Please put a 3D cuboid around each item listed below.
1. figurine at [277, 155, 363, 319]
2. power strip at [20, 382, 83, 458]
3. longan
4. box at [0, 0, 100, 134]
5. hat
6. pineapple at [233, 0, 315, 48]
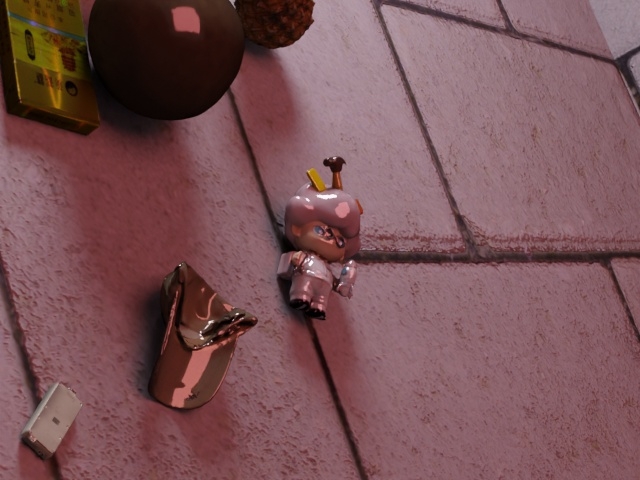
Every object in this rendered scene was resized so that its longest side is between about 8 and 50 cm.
[{"bbox_3d":[0.000,0.000,1.801,0.137,0.112,0.229,27,58,-28],"label":"figurine"},{"bbox_3d":[-0.282,0.189,1.370,0.040,0.016,0.090,47,35,-17],"label":"power strip"},{"bbox_3d":[-0.194,-0.249,1.657,0.220,0.196,0.197,12,55,-63],"label":"longan"},{"bbox_3d":[-0.339,-0.230,1.601,0.121,0.030,0.193,14,54,-47],"label":"box"},{"bbox_3d":[-0.168,0.111,1.544,0.147,0.085,0.175,45,58,-39],"label":"hat"},{"bbox_3d":[-0.077,-0.394,1.888,0.248,0.128,0.128,81,3,-58],"label":"pineapple"}]
